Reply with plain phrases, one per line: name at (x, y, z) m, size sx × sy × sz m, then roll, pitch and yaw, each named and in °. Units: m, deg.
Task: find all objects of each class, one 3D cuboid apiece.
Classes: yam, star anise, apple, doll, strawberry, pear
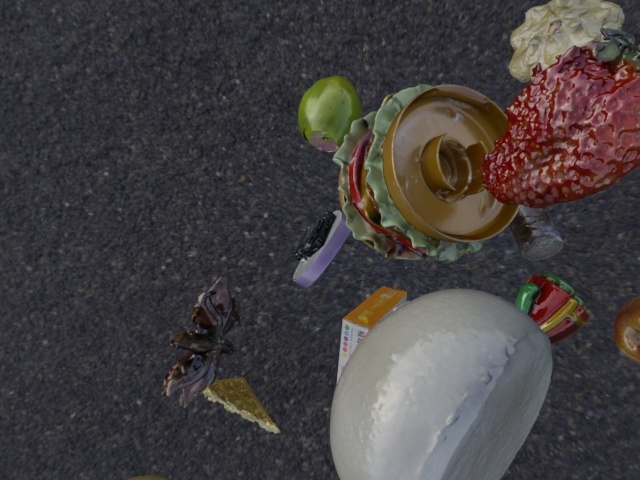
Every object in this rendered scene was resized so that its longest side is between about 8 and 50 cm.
yam at (0.383, -0.039, 0.914) m, size 0.079 × 0.079 × 0.141 m, roll -12°, pitch 53°, yaw 9°
star anise at (-0.238, 0.213, 1.033) m, size 0.088 × 0.288 × 0.288 m, roll 14°, pitch 89°, yaw 17°
apple at (0.530, 0.140, 0.782) m, size 0.102 × 0.126 × 0.125 m, roll -3°, pitch 86°, yaw -18°
doll at (0.348, 0.225, 0.949) m, size 0.363 × 0.183 × 0.160 m, roll -43°, pitch 41°, yaw 8°
strawberry at (0.304, -0.111, 0.580) m, size 0.175 × 0.106 × 0.235 m, roll 11°, pitch 132°, yaw 1°
pear at (0.031, -0.368, 1.397) m, size 0.188 × 0.187 × 0.219 m, roll 16°, pitch 76°, yaw 10°

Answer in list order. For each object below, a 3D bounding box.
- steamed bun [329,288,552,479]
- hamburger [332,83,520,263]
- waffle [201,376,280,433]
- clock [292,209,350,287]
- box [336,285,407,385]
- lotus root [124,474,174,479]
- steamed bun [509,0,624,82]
steamed bun at (0.125, 0.180, 0.571) m, size 0.177 × 0.283 × 0.282 m, roll 31°, pitch 93°, yaw 40°
hamburger at (0.155, -0.094, 0.782) m, size 0.275 × 0.212 × 0.274 m, roll 4°, pitch 80°, yaw -24°
waffle at (-0.180, 0.357, 1.052) m, size 0.125 × 0.191 × 0.032 m, roll 6°, pitch 107°, yaw -33°
clock at (0.000, 0.000, 1.088) m, size 0.064 × 0.198 × 0.172 m, roll 34°, pitch 138°, yaw -11°
box at (0.149, 0.274, 1.395) m, size 0.091 × 0.274 × 0.220 m, roll 14°, pitch 110°, yaw 27°
lotus root at (-0.351, 0.520, 0.970) m, size 0.125 × 0.221 × 0.118 m, roll -47°, pitch 50°, yaw 4°
steamed bun at (0.606, -0.530, 1.261) m, size 0.295 × 0.137 × 0.292 m, roll -54°, pitch 40°, yaw 5°
